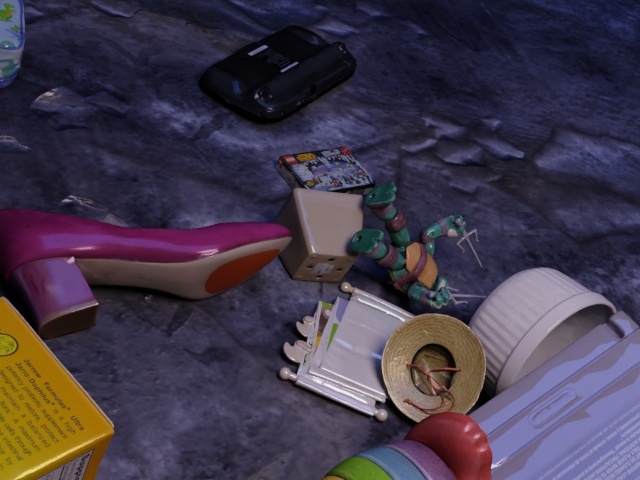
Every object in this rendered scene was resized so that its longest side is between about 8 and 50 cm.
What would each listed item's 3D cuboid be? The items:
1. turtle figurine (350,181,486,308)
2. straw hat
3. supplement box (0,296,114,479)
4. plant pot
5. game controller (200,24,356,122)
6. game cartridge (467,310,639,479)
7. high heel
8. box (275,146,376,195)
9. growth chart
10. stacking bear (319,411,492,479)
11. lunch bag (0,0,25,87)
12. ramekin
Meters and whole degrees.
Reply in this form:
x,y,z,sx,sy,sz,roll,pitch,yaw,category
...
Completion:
x,y,z,sx,sy,sz,roll,pitch,yaw,category
0.143,0.030,1.502,0.234,0.118,0.175,39,38,-34,turtle figurine
0.148,0.172,1.384,0.144,0.061,0.144,-2,75,6,straw hat
-0.397,0.229,0.939,0.195,0.194,0.356,44,42,22,supplement box
0.000,0.000,1.496,0.109,0.109,0.096,5,56,-24,plant pot
-0.068,-0.295,1.841,0.166,0.067,0.319,23,35,21,game controller
0.317,0.258,1.276,0.355,0.068,0.230,-29,64,-22,game cartridge
-0.222,-0.009,1.353,0.377,0.127,0.181,-14,63,-35,high heel
0.009,-0.104,1.675,0.137,0.027,0.094,-13,50,-37,box
0.050,0.141,1.419,0.172,0.021,0.237,28,38,5,growth chart
0.038,0.314,1.109,0.289,0.164,0.175,-21,97,-30,stacking bear
-0.553,-0.318,1.569,0.219,0.090,0.176,5,43,-24,lunch bag
0.287,0.133,1.416,0.207,0.207,0.109,-13,43,-38,ramekin
